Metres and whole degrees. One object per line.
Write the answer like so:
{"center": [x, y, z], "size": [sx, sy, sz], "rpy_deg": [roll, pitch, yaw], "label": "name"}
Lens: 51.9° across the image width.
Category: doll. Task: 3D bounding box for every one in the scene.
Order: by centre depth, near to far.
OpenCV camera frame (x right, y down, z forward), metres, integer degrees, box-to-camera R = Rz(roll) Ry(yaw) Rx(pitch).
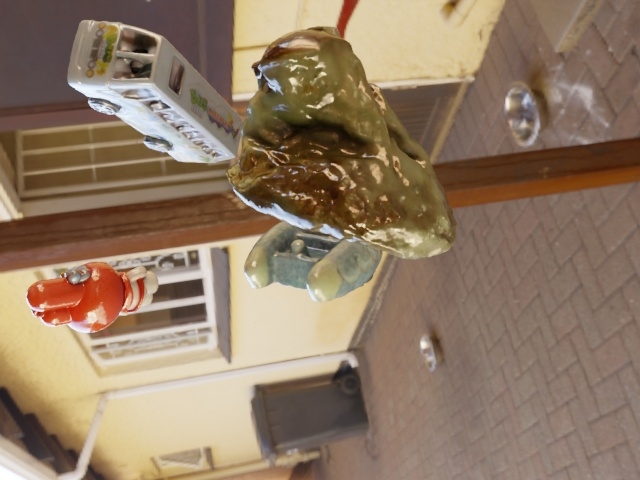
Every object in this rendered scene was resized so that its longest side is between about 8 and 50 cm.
{"center": [-0.473, 0.117, 1.364], "size": [0.130, 0.290, 0.161], "rpy_deg": [48, 121, 26], "label": "doll"}

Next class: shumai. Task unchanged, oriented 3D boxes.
{"center": [0.045, -0.106, 0.712], "size": [0.203, 0.272, 0.222], "rpy_deg": [-68, 20, 12], "label": "shumai"}

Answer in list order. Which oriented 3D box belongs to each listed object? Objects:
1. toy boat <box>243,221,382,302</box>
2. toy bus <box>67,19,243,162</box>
{"center": [0.000, 0.000, 1.206], "size": [0.330, 0.215, 0.123], "rpy_deg": [-31, -55, -58], "label": "toy boat"}
{"center": [-0.238, -0.213, 1.010], "size": [0.330, 0.136, 0.108], "rpy_deg": [38, -119, -71], "label": "toy bus"}
